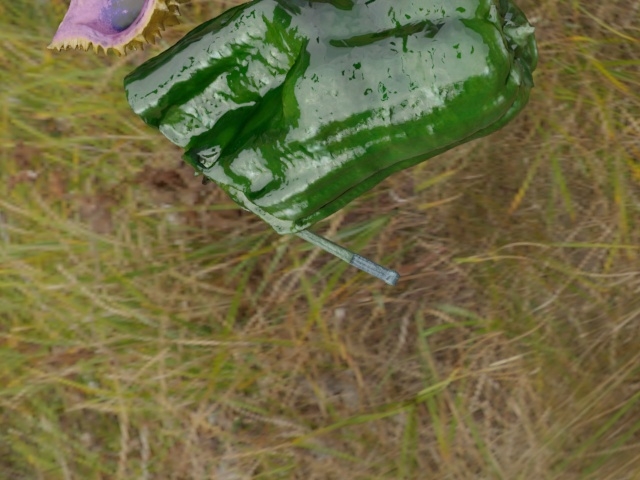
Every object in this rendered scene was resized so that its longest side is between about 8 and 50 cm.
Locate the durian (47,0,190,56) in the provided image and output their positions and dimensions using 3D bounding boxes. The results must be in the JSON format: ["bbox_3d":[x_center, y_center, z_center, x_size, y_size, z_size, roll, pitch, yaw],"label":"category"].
[{"bbox_3d":[-0.176,-0.333,1.427,0.154,0.186,0.260,19,118,21],"label":"durian"}]

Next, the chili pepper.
[{"bbox_3d":[-0.002,-0.140,1.142,0.385,0.167,0.213,-14,52,24],"label":"chili pepper"}]

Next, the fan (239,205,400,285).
[{"bbox_3d":[0.000,0.000,1.346,0.193,0.038,0.016,27,90,-19],"label":"fan"}]
